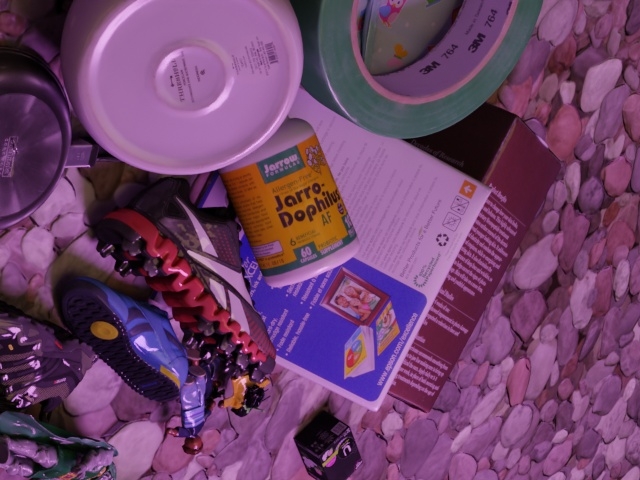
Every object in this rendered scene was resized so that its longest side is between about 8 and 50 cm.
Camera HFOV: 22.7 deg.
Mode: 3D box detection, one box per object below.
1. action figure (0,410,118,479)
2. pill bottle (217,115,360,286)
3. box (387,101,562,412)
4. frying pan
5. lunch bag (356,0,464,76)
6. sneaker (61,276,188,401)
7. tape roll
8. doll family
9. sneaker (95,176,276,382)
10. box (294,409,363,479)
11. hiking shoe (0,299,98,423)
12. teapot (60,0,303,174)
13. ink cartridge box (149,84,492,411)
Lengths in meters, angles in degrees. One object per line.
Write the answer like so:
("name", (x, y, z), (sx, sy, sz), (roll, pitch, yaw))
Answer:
("action figure", (-0.293, 0.239, 1.735), (0.232, 0.137, 0.063), (22, 51, -59))
("pill bottle", (-0.045, -0.064, 1.769), (0.118, 0.118, 0.208), (-28, 100, -36))
("box", (0.144, 0.012, 2.049), (0.381, 0.143, 0.191), (-60, 150, -2))
("frying pan", (-0.284, -0.068, 1.609), (0.326, 0.053, 0.197), (32, 87, -49))
("lunch bag", (0.068, -0.294, 1.817), (0.224, 0.108, 0.279), (-16, 122, -39))
("sneaker", (-0.215, 0.093, 1.775), (0.209, 0.069, 0.082), (51, 38, -40))
("tape roll", (0.106, -0.271, 1.730), (0.321, 0.077, 0.321), (-20, 126, -31))
("doll family", (-0.121, 0.181, 1.920), (0.193, 0.076, 0.111), (-19, 129, -35))
("sneaker", (-0.122, 0.039, 1.768), (0.276, 0.098, 0.135), (51, 61, -27))
("box", (0.012, 0.282, 2.140), (0.062, 0.052, 0.083), (-42, 138, -23))
("hiking shoe", (-0.323, 0.128, 1.642), (0.227, 0.086, 0.114), (33, 82, -53))
("teapot", (-0.145, -0.205, 1.582), (0.253, 0.187, 0.256), (23, 115, -27))
("ink cartridge box", (0.000, 0.000, 1.878), (0.307, 0.072, 0.303), (28, 89, -10))
